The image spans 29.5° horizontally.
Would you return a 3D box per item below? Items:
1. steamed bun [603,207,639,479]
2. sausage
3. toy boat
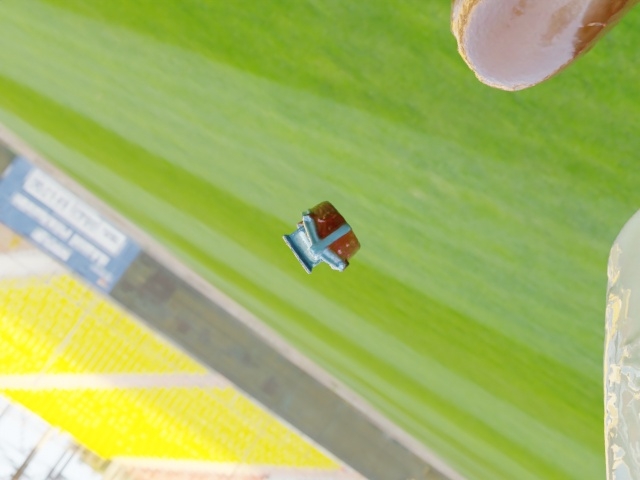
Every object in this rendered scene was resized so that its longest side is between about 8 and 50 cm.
[{"bbox_3d":[0.236,0.097,0.604,0.155,0.250,0.200,-7,156,27],"label":"steamed bun"},{"bbox_3d":[0.131,-0.146,0.578,0.076,0.076,0.197,36,140,-5],"label":"sausage"},{"bbox_3d":[0.000,0.000,1.223,0.069,0.059,0.173,55,178,-4],"label":"toy boat"}]
